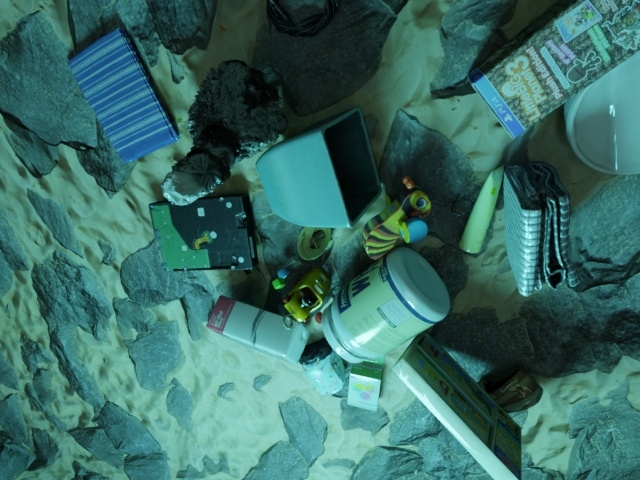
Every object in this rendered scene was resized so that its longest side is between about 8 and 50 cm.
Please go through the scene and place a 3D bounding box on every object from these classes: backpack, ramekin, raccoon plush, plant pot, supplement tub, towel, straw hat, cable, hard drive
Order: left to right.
[{"bbox_3d":[-0.588,-0.422,1.250,0.243,0.040,0.336,-16,108,24],"label":"towel"},{"bbox_3d":[-0.293,-0.257,1.016,0.299,0.446,0.216,-10,120,48],"label":"raccoon plush"},{"bbox_3d":[-0.376,-0.021,1.342,0.339,0.064,0.236,-4,102,17],"label":"hard drive"},{"bbox_3d":[-0.046,-0.573,1.007,0.185,0.047,0.150,17,119,7],"label":"cable"},{"bbox_3d":[-0.018,-0.177,1.092,0.252,0.247,0.247,-6,114,30],"label":"plant pot"},{"bbox_3d":[0.000,0.000,1.266,0.061,0.144,0.144,21,129,-40],"label":"straw hat"},{"bbox_3d":[0.011,0.446,1.458,0.152,0.115,0.182,-22,110,22],"label":"backpack"},{"bbox_3d":[0.182,0.195,1.214,0.235,0.235,0.325,44,119,-8],"label":"supplement tub"},{"bbox_3d":[0.511,-0.040,0.976,0.121,0.283,0.235,-5,115,17],"label":"towel"},{"bbox_3d":[0.659,-0.286,0.884,0.273,0.127,0.272,5,125,8],"label":"ramekin"}]

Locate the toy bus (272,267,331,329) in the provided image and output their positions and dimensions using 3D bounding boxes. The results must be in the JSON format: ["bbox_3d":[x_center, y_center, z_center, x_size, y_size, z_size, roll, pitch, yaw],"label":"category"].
[{"bbox_3d":[-0.036,0.169,1.294,0.104,0.202,0.191,-38,145,28],"label":"toy bus"}]

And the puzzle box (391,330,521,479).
[{"bbox_3d":[0.399,0.456,1.191,0.409,0.272,0.052,46,113,14],"label":"puzzle box"}]

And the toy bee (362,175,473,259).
[{"bbox_3d":[0.224,-0.086,1.107,0.298,0.195,0.162,-40,120,-9],"label":"toy bee"}]

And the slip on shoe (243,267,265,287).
[{"bbox_3d":[-0.233,0.109,1.402,0.051,0.041,0.135,-18,109,23],"label":"slip on shoe"}]

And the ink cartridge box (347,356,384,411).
[{"bbox_3d":[0.160,0.497,1.470,0.109,0.062,0.209,9,117,12],"label":"ink cartridge box"}]

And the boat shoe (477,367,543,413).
[{"bbox_3d":[0.541,0.509,1.345,0.324,0.123,0.116,-38,82,24],"label":"boat shoe"}]

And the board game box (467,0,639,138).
[{"bbox_3d":[0.470,-0.376,0.851,0.291,0.232,0.141,-37,100,27],"label":"board game box"}]

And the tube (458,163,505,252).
[{"bbox_3d":[0.430,-0.080,1.098,0.062,0.070,0.240,6,120,-4],"label":"tube"}]

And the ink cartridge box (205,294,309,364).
[{"bbox_3d":[-0.199,0.298,1.371,0.283,0.117,0.207,16,159,15],"label":"ink cartridge box"}]
